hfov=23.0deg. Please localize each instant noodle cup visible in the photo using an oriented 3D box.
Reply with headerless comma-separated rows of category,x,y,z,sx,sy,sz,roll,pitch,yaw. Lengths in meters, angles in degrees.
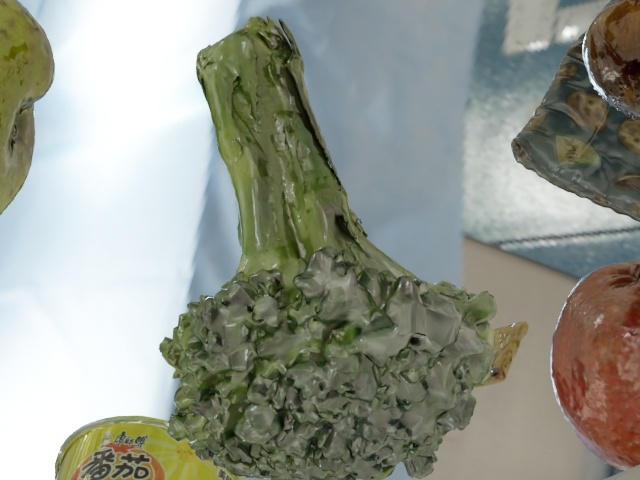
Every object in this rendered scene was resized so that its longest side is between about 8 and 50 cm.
instant noodle cup,-0.227,0.369,1.895,0.264,0.264,0.200,-43,15,32

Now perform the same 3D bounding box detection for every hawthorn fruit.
hawthorn fruit,0.324,0.140,1.484,0.205,0.205,0.253,22,124,53

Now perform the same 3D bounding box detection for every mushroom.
mushroom,0.219,-0.115,0.927,0.127,0.127,0.087,-20,58,46

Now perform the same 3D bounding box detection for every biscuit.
biscuit,0.169,0.120,1.603,0.083,0.018,0.081,-22,29,44

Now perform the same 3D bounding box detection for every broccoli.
broccoli,0.018,0.007,0.894,0.177,0.198,0.275,129,149,-57

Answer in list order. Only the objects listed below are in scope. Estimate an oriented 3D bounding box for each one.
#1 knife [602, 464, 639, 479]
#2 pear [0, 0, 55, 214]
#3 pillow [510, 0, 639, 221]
knife,0.199,0.165,0.957,0.265,0.041,0.073,-24,13,18
pear,-0.367,-0.117,1.363,0.176,0.281,0.287,97,158,-74
pillow,0.286,-0.110,1.308,0.255,0.189,0.034,-53,-15,-35
